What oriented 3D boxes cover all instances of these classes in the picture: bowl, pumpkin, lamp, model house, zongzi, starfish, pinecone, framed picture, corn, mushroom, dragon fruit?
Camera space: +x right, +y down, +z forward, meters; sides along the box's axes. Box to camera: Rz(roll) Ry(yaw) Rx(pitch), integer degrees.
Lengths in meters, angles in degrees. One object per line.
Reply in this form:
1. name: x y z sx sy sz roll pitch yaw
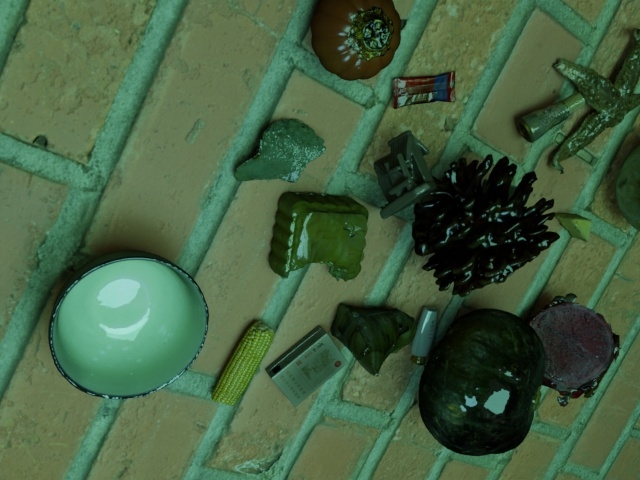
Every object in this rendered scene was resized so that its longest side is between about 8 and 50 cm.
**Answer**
1. bowl: -0.453 0.171 1.597 0.354 0.185 0.353 -9 113 -23
2. pumpkin: 0.474 0.417 2.031 0.454 0.344 0.454 -45 145 -45
3. lamp: 0.084 -0.486 1.605 0.223 0.196 0.223 -9 113 -23
4. model house: 0.210 -0.172 1.777 0.123 0.229 0.188 -11 78 -26
5. zongzi: 0.191 0.288 1.904 0.251 0.274 0.125 3 114 -27
6. starfish: 0.839 -0.437 2.066 0.432 0.082 0.323 -30 122 -10
7. pinecone: 0.435 -0.052 1.845 0.398 0.398 0.397 -9 112 -23
8. framed picture: 0.537 -0.120 2.073 0.149 0.011 0.109 9 104 -28
9. corn: -0.206 0.332 1.840 0.081 0.081 0.248 26 96 -31
10. mushroom: 1.108 -0.179 2.184 0.353 0.260 0.351 -7 112 -18
11. dragon fruit: 0.803 0.372 2.265 0.314 0.296 0.263 -51 156 -5

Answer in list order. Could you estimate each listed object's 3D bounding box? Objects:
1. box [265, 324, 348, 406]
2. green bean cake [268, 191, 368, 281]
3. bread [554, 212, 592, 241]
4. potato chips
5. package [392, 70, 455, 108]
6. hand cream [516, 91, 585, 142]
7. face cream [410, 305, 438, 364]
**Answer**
1. box: -0.038 0.355 1.944 0.201 0.058 0.141 -39 121 -7
2. green bean cake: 0.000 0.000 1.791 0.236 0.124 0.232 2 108 -27
3. bread: 0.800 -0.040 2.187 0.109 0.084 0.080 2 106 -27
4. potato chips: -0.105 -0.208 1.702 0.228 0.059 0.167 -47 131 -3
5. package: 0.279 -0.401 1.834 0.201 0.022 0.083 -11 114 -23
6. hand cream: 0.671 -0.365 1.986 0.203 0.084 0.084 -30 119 -2
7. face cream: 0.317 0.291 2.096 0.072 0.051 0.182 -1 110 -34
